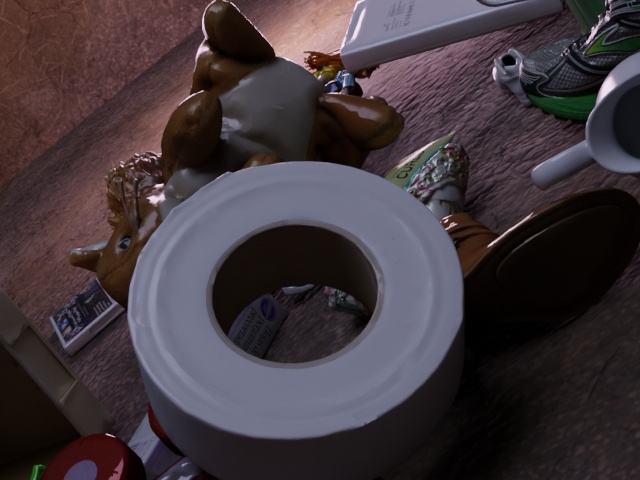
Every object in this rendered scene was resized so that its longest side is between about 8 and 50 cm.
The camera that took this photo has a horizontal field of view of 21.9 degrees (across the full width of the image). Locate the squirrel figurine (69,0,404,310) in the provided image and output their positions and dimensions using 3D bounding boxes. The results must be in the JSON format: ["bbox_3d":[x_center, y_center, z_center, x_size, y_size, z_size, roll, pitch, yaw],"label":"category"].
[{"bbox_3d":[-0.141,-0.047,2.101,0.370,0.281,0.397,-57,6,-17],"label":"squirrel figurine"}]

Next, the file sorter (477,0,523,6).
[{"bbox_3d":[0.272,-0.465,2.191,0.173,0.193,0.278,-11,39,22],"label":"file sorter"}]

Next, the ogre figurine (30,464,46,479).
[{"bbox_3d":[-0.278,0.304,1.742,0.197,0.097,0.118,-31,44,53],"label":"ogre figurine"}]

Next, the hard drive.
[{"bbox_3d":[0.187,-0.325,2.300,0.307,0.040,0.203,-14,26,17],"label":"hard drive"}]

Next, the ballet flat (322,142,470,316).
[{"bbox_3d":[0.102,-0.003,1.814,0.077,0.091,0.241,30,72,39],"label":"ballet flat"}]

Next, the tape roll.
[{"bbox_3d":[-0.019,0.069,1.407,0.286,0.100,0.286,-2,54,3],"label":"tape roll"}]

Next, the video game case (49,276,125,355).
[{"bbox_3d":[-0.328,0.090,2.499,0.173,0.022,0.190,-41,19,-5],"label":"video game case"}]

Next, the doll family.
[{"bbox_3d":[0.009,-0.211,2.392,0.163,0.118,0.263,-40,18,-1],"label":"doll family"}]

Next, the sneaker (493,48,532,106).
[{"bbox_3d":[0.240,-0.212,2.039,0.053,0.061,0.152,-41,17,2],"label":"sneaker"}]

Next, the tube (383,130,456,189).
[{"bbox_3d":[0.094,-0.057,1.968,0.070,0.062,0.240,13,34,15],"label":"tube"}]

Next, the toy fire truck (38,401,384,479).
[{"bbox_3d":[-0.095,0.261,1.443,0.302,0.169,0.254,-38,39,-3],"label":"toy fire truck"}]

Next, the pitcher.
[{"bbox_3d":[0.286,-0.101,1.512,0.177,0.125,0.207,-25,-1,20],"label":"pitcher"}]

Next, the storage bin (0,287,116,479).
[{"bbox_3d":[-0.430,0.201,2.046,0.260,0.262,0.123,-24,21,40],"label":"storage bin"}]

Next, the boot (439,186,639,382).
[{"bbox_3d":[0.169,0.023,1.577,0.283,0.109,0.220,-45,15,13],"label":"boot"}]

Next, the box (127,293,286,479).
[{"bbox_3d":[-0.133,0.170,1.856,0.067,0.063,0.324,-24,23,36],"label":"box"}]

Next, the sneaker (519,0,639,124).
[{"bbox_3d":[0.341,-0.232,1.753,0.343,0.146,0.134,-21,26,46],"label":"sneaker"}]

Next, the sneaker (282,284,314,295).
[{"bbox_3d":[0.000,0.000,1.995,0.158,0.065,0.061,-46,20,-22],"label":"sneaker"}]

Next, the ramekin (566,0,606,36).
[{"bbox_3d":[0.403,-0.363,1.934,0.303,0.148,0.303,-35,19,14],"label":"ramekin"}]
